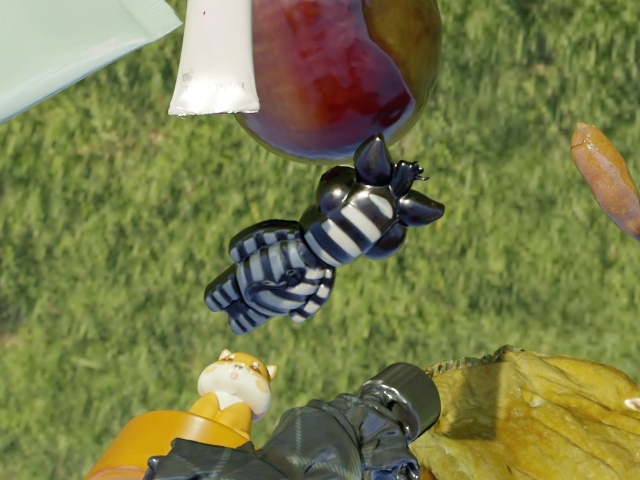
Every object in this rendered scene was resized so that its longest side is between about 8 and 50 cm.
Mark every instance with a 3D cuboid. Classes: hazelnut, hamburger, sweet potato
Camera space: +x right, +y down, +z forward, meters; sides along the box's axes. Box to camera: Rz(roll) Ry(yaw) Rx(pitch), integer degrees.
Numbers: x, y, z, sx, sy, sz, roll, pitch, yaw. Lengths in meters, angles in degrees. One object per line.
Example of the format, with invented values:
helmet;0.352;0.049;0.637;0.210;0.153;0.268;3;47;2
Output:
hazelnut;0.000;-0.178;1.307;0.229;0.229;0.229;8;148;5
hamburger;0.162;0.195;1.052;0.285;0.134;0.265;-8;-149;-43
sweet potato;0.340;-0.050;1.664;0.056;0.056;0.195;-23;103;42

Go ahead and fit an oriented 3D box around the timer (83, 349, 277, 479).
timer;-0.074;0.137;1.001;0.132;0.152;0.132;13;139;12

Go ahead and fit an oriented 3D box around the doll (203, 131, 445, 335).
doll;0.000;0.000;1.149;0.219;0.067;0.091;-36;108;26

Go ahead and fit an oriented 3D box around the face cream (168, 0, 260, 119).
face cream;-0.042;-0.101;0.622;0.038;0.115;0.020;-2;153;5

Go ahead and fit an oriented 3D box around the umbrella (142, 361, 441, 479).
umbrella;-0.029;0.111;0.626;0.071;0.224;0.080;0;112;43

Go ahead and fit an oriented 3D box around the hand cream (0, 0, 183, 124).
hand cream;-0.240;-0.084;0.826;0.109;0.320;0.067;51;164;21
